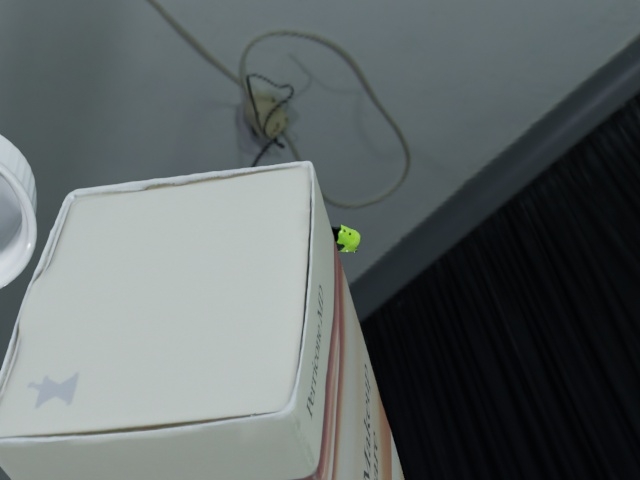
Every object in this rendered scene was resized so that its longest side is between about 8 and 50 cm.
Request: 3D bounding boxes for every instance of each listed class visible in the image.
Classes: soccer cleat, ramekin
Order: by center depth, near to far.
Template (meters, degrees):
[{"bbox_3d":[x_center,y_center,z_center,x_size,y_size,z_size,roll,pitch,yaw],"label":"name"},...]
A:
[{"bbox_3d":[-0.583,-0.057,1.475,0.277,0.135,0.277,-4,122,-6],"label":"ramekin"},{"bbox_3d":[0.000,0.000,1.823,0.179,0.060,0.072,-13,142,43],"label":"soccer cleat"}]

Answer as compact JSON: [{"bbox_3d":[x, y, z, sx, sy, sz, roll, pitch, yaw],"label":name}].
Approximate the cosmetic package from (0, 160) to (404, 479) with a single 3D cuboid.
[{"bbox_3d":[-0.034,0.122,0.485,0.129,0.153,0.296,-7,134,11],"label":"cosmetic package"}]
